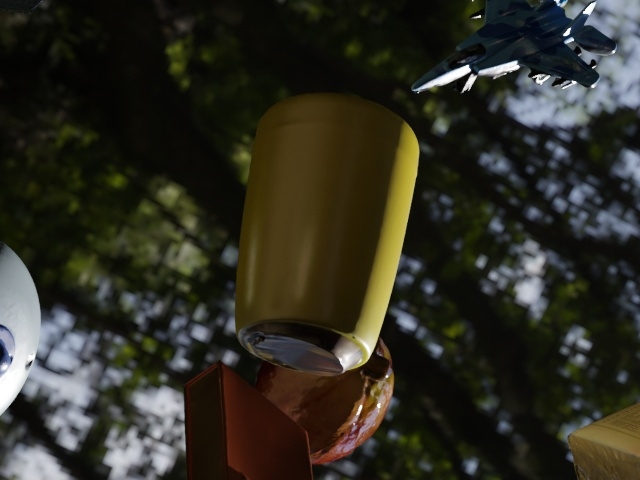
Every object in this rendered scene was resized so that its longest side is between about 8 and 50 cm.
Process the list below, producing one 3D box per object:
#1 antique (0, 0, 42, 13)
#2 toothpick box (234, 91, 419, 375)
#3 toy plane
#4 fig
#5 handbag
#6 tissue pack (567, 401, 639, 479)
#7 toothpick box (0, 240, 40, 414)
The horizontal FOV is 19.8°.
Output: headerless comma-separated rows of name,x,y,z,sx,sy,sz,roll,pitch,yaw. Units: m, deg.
antique,-0.292,-0.211,1.561,0.031,0.015,0.192,-38,169,21
toothpick box,0.000,0.000,1.893,0.175,0.175,0.271,-30,-136,54
toy plane,0.186,-0.194,1.880,0.246,0.169,0.078,-31,159,-24
fig,0.010,0.225,2.872,0.224,0.224,0.263,-95,-158,-52
handbag,-0.061,0.210,1.605,0.063,0.127,0.190,-36,-147,19
tissue pack,0.404,0.224,1.918,0.159,0.234,0.125,14,-58,64
toothpick box,-0.447,0.072,1.848,0.355,0.263,0.263,19,-98,35
